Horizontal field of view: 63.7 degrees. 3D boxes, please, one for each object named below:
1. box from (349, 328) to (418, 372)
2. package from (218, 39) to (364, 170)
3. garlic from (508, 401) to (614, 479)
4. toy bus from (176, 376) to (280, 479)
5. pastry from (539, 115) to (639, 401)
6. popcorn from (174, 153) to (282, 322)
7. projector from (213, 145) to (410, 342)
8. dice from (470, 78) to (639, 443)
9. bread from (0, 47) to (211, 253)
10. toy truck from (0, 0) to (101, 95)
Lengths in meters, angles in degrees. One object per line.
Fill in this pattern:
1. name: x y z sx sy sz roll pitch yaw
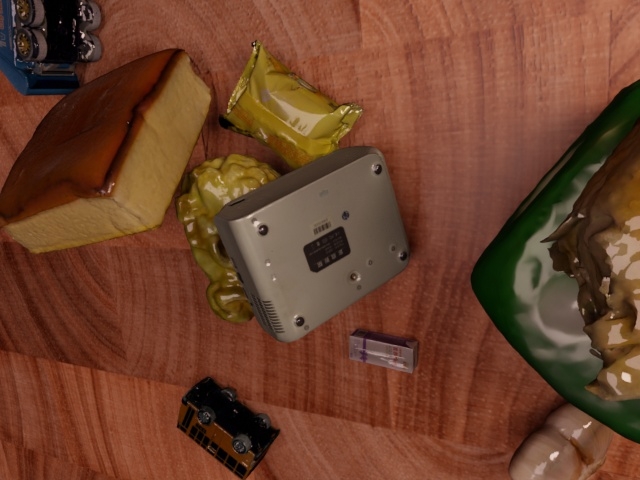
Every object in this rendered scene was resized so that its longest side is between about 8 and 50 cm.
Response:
1. box: 0.109 0.191 0.894 0.117 0.036 0.050 9 109 24
2. package: -0.053 -0.197 0.830 0.226 0.090 0.168 38 122 9
3. garlic: 0.355 0.299 0.757 0.174 0.124 0.099 -48 49 0
4. toy bus: -0.200 0.393 1.085 0.201 0.098 0.114 33 117 14
5. pastry: 0.336 0.013 0.331 0.330 0.136 0.329 4 100 21
6. popcorn: -0.112 -0.009 0.873 0.226 0.174 0.285 -12 97 25
7. projector: 0.000 0.000 0.749 0.108 0.251 0.198 17 131 56
8. dice: 0.367 0.020 0.557 0.300 0.297 0.287 38 115 13
9. bread: -0.375 -0.151 0.894 0.334 0.323 0.143 -10 142 29
10. toy truck: -0.522 -0.460 0.964 0.175 0.146 0.366 23 115 25
